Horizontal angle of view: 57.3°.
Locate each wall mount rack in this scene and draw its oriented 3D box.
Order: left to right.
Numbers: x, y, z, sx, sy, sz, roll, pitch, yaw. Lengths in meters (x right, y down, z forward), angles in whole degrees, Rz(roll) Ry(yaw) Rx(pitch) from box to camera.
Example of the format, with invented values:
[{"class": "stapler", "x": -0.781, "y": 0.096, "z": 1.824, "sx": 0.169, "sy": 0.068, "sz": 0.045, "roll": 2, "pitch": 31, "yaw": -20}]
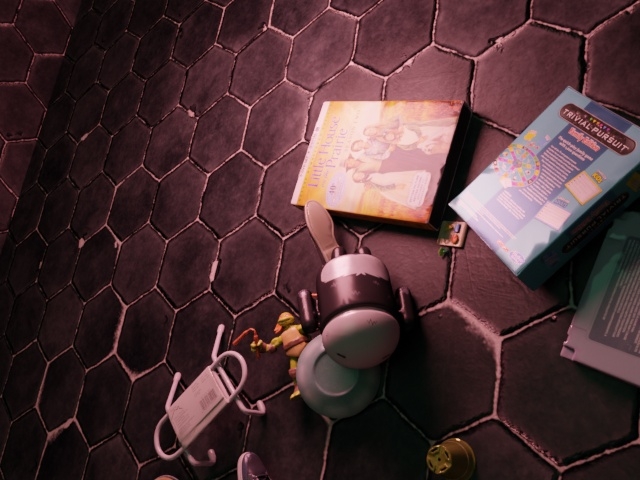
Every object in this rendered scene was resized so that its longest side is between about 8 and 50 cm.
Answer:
[{"class": "wall mount rack", "x": -0.298, "y": 0.392, "z": 1.519, "sx": 0.350, "sy": 0.130, "sz": 0.304, "roll": -47, "pitch": 55, "yaw": 13}]

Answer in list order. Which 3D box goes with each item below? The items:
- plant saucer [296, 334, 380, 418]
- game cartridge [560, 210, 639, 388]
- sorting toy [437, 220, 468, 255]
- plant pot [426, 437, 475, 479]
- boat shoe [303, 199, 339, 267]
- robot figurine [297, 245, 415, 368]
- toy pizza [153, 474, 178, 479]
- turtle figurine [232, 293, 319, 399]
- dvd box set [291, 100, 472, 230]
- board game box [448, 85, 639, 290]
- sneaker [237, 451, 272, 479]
[{"class": "plant saucer", "x": 0.036, "y": 0.294, "z": 1.305, "sx": 0.194, "sy": 0.037, "sz": 0.195, "roll": -4, "pitch": 71, "yaw": 11}, {"class": "game cartridge", "x": 0.566, "y": 0.104, "z": 1.018, "sx": 0.196, "sy": 0.060, "sz": 0.294, "roll": 20, "pitch": 85, "yaw": 44}, {"class": "sorting toy", "x": 0.288, "y": -0.003, "z": 1.297, "sx": 0.062, "sy": 0.012, "sz": 0.083, "roll": 8, "pitch": 77, "yaw": 39}, {"class": "plant pot", "x": 0.242, "y": 0.420, "z": 1.119, "sx": 0.083, "sy": 0.079, "sz": 0.084, "roll": -14, "pitch": 65, "yaw": 33}, {"class": "boat shoe", "x": 0.000, "y": 0.000, "z": 1.453, "sx": 0.065, "sy": 0.075, "sz": 0.206, "roll": -40, "pitch": 69, "yaw": 51}, {"class": "robot figurine", "x": 0.078, "y": 0.143, "z": 1.279, "sx": 0.209, "sy": 0.173, "sz": 0.278, "roll": -28, "pitch": 43, "yaw": 21}, {"class": "toy pizza", "x": -0.418, "y": 0.722, "z": 1.532, "sx": 0.201, "sy": 0.032, "sz": 0.202, "roll": -15, "pitch": 64, "yaw": 33}, {"class": "turtle figurine", "x": -0.067, "y": 0.264, "z": 1.410, "sx": 0.269, "sy": 0.087, "sz": 0.218, "roll": -26, "pitch": 67, "yaw": 9}, {"class": "dvd box set", "x": 0.138, "y": -0.200, "z": 1.458, "sx": 0.420, "sy": 0.062, "sz": 0.308, "roll": 12, "pitch": 79, "yaw": 39}, {"class": "board game box", "x": 0.451, "y": -0.106, "z": 1.142, "sx": 0.336, "sy": 0.079, "sz": 0.254, "roll": -46, "pitch": 40, "yaw": 13}, {"class": "sneaker", "x": -0.093, "y": 0.560, "z": 1.305, "sx": 0.163, "sy": 0.086, "sz": 0.226, "roll": -40, "pitch": 60, "yaw": 29}]
